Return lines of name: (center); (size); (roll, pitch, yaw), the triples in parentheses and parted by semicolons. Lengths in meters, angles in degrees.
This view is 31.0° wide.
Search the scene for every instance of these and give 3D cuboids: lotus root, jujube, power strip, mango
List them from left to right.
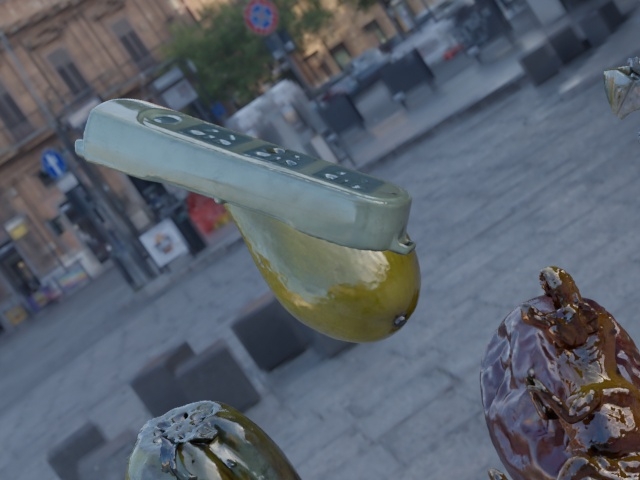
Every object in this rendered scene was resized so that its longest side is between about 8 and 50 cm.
lotus root: (-0.057, 0.226, 0.829); (0.123, 0.241, 0.124); (-10, 19, 46)
power strip: (-0.056, -0.051, 0.894); (0.080, 0.285, 0.048); (-30, -43, -61)
mango: (0.008, 0.000, 1.503); (0.195, 0.332, 0.142); (-16, -37, -23)
jujube: (0.388, 0.257, 1.746); (0.276, 0.276, 0.377); (-32, 36, 17)

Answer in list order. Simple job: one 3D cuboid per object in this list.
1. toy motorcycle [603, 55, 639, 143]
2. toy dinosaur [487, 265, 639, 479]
toy motorcycle: (0.358, -0.179, 1.103); (0.094, 0.129, 0.229); (-23, -35, -58)
toy dinosaur: (0.263, 0.240, 1.040); (0.208, 0.432, 0.097); (-29, -11, -3)
